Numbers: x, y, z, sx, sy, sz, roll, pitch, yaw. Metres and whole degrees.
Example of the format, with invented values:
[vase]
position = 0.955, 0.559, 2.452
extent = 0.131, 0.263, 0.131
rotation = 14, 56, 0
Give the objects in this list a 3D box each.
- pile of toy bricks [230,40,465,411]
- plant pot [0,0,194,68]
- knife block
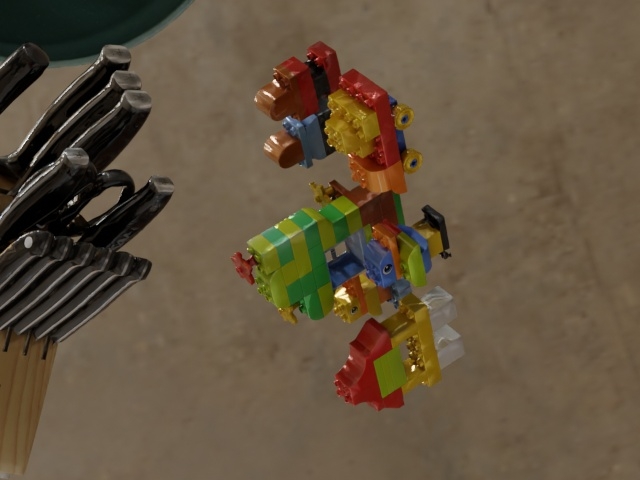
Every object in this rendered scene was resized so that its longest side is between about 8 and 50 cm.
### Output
[pile of toy bricks]
position = 0.000, 0.000, 1.108
extent = 0.118, 0.105, 0.212
rotation = 38, 152, 43
[plant pot]
position = -0.223, -0.293, 1.452
extent = 0.196, 0.293, 0.293
rotation = -143, 54, -58
[knife block]
position = -0.208, -0.001, 1.092
extent = 0.276, 0.088, 0.242
rotation = 8, 83, 43
